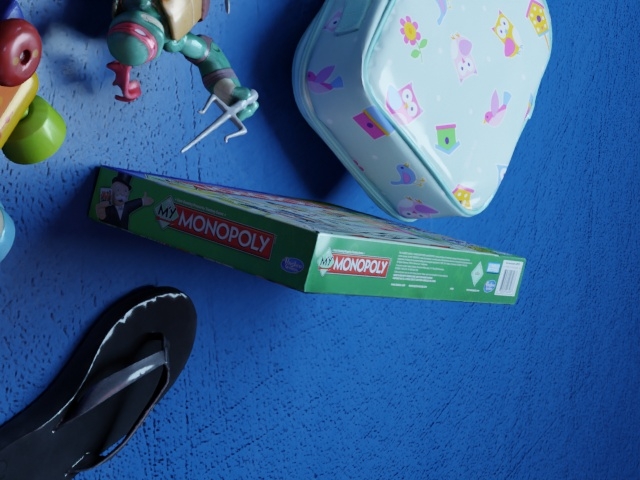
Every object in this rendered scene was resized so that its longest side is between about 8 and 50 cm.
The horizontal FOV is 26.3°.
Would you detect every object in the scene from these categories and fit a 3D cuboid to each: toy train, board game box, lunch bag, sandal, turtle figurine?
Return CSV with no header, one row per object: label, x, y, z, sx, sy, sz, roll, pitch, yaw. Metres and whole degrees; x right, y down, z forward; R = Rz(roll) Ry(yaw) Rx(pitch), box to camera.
toy train,-0.207,-0.105,0.890,0.248,0.105,0.143,-62,154,-19
board game box,0.000,0.000,1.109,0.317,0.213,0.046,7,100,-56
lunch bag,0.096,-0.176,1.236,0.224,0.108,0.279,45,54,-32
sandal,-0.172,0.137,1.057,0.254,0.054,0.097,-48,137,-34
turtle figurine,-0.092,-0.186,1.000,0.175,0.118,0.234,87,20,-48
